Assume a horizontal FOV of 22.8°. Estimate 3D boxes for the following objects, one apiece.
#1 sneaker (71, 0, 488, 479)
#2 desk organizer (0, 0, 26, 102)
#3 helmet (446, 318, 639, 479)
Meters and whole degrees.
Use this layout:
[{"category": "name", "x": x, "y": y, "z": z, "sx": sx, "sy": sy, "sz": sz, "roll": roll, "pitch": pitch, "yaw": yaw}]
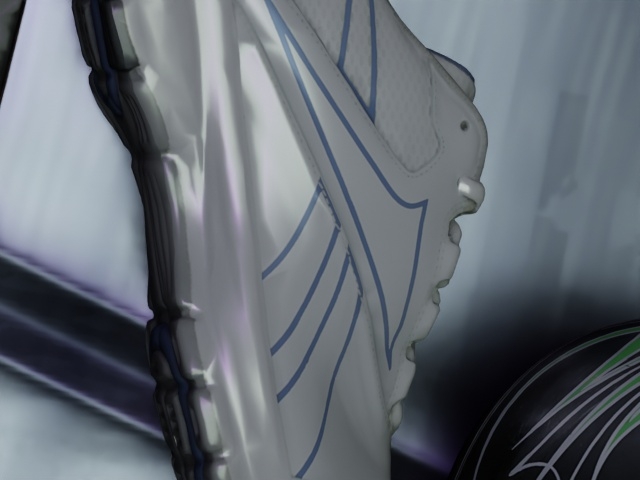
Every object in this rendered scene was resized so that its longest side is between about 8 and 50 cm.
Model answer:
[{"category": "sneaker", "x": 0.000, "y": 0.000, "z": 0.523, "sx": 0.129, "sy": 0.111, "sz": 0.297, "roll": -11, "pitch": 96, "yaw": -14}, {"category": "desk organizer", "x": -0.136, "y": -0.032, "z": 0.526, "sx": 0.050, "sy": 0.047, "sz": 0.130, "roll": 14, "pitch": 92, "yaw": -12}, {"category": "helmet", "x": 0.121, "y": 0.103, "z": 0.517, "sx": 0.169, "sy": 0.169, "sz": 0.161, "roll": 29, "pitch": 95, "yaw": -10}]
